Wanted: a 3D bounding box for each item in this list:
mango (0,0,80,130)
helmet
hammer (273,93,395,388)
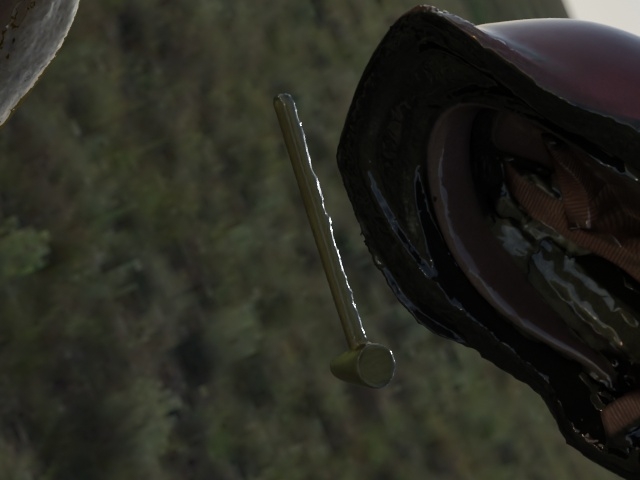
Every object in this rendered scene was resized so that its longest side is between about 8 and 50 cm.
[{"bbox_3d":[-0.235,-0.128,1.074,0.130,0.262,0.167,34,8,30],"label":"mango"},{"bbox_3d":[0.145,-0.010,0.837,0.253,0.154,0.198,55,-32,18],"label":"helmet"},{"bbox_3d":[0.000,0.000,1.128,0.060,0.028,0.195,2,-70,64],"label":"hammer"}]
